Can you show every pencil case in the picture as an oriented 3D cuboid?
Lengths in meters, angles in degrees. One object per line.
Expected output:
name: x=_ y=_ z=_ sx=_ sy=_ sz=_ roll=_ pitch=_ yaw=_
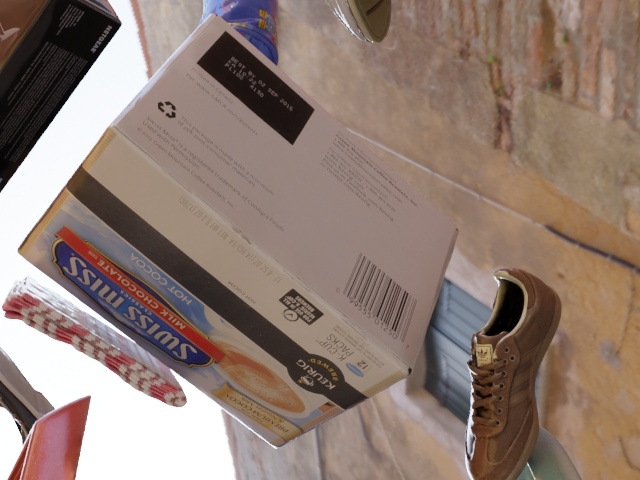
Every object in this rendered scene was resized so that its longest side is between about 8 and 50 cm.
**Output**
pencil case: x=-0.131 y=-0.387 z=1.306 sx=0.133 sy=0.306 sz=0.119 roll=6 pitch=-35 yaw=-14

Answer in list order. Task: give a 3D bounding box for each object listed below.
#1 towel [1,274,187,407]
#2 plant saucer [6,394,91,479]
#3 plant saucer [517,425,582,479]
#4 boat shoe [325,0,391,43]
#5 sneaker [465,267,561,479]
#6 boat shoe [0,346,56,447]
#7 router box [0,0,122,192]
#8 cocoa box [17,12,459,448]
towel: x=-0.227 y=0.103 z=0.833 sx=0.197 sy=0.144 sz=0.029 roll=36 pitch=-96 yaw=-16
plant saucer: x=-0.303 y=0.316 z=0.804 sx=0.048 sy=0.258 sz=0.259 roll=20 pitch=-52 yaw=-20
plant saucer: x=0.242 y=0.308 z=0.764 sx=0.044 sy=0.317 sz=0.317 roll=-19 pitch=-58 yaw=3
boat shoe: x=0.009 y=-0.416 z=1.183 sx=0.113 sy=0.103 sz=0.302 roll=-59 pitch=-45 yaw=-34
sneaker: x=0.148 y=0.113 z=0.701 sx=0.071 sy=0.066 sz=0.188 roll=32 pitch=-114 yaw=-31
boat shoe: x=-0.413 y=0.201 z=1.072 sx=0.065 sy=0.075 sz=0.206 roll=-33 pitch=-60 yaw=-5
router box: x=-0.365 y=-0.191 z=0.891 sx=0.309 sy=0.243 sz=0.081 roll=-47 pitch=-39 yaw=18
cocoa box: x=-0.075 y=-0.001 z=0.846 sx=0.347 sy=0.231 sz=0.228 roll=40 pitch=-48 yaw=-12
